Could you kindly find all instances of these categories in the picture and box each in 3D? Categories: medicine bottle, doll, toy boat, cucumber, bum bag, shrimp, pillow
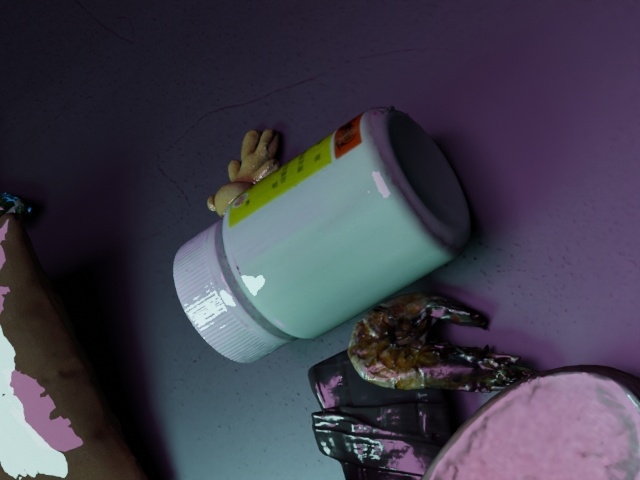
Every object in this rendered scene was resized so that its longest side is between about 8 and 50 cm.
[{"bbox_3d":[0.000,0.000,0.910,0.225,0.139,0.139,-32,68,24],"label":"medicine bottle"},{"bbox_3d":[-0.067,-0.061,1.012,0.061,0.051,0.093,3,83,39],"label":"doll"},{"bbox_3d":[0.163,0.190,0.800,0.227,0.085,0.155,-50,60,5],"label":"toy boat"},{"bbox_3d":[-0.417,-0.038,1.231,0.257,0.044,0.043,5,62,31],"label":"cucumber"},{"bbox_3d":[0.066,0.196,0.888,0.123,0.060,0.248,-21,70,22],"label":"bum bag"},{"bbox_3d":[0.103,0.082,0.878,0.161,0.034,0.091,8,62,15],"label":"shrimp"},{"bbox_3d":[-0.341,0.157,1.096,0.305,0.108,0.307,-25,91,26],"label":"pillow"}]
